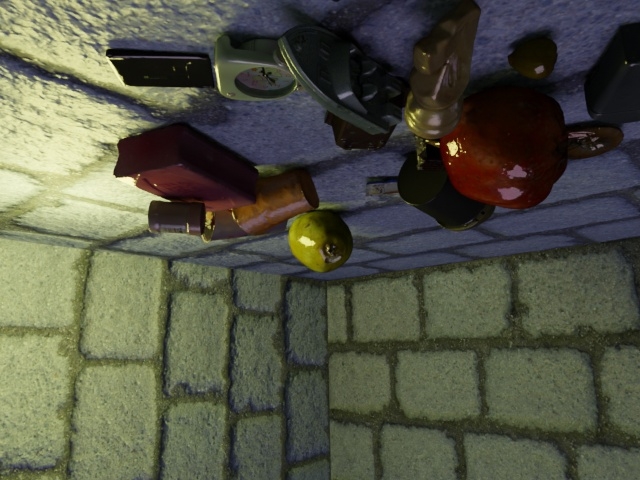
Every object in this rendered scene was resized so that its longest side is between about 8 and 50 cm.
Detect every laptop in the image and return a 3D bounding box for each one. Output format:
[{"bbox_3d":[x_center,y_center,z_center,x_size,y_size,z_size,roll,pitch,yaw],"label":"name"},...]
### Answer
[{"bbox_3d":[-0.319,-0.341,1.034,0.197,0.016,0.135,0,169,-6],"label":"laptop"}]

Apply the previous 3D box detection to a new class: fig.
[{"bbox_3d":[0.400,-0.343,0.961,0.088,0.074,0.074,10,174,28],"label":"fig"}]

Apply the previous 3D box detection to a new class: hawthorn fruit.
[{"bbox_3d":[0.390,-0.215,1.169,0.330,0.287,0.287,13,178,36],"label":"hawthorn fruit"}]

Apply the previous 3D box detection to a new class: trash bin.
[{"bbox_3d":[0.401,-0.142,1.550,0.214,0.214,0.334,-13,160,43],"label":"trash bin"},{"bbox_3d":[0.637,-0.324,1.004,0.177,0.101,0.236,-2,166,12],"label":"trash bin"}]

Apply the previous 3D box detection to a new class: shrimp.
[{"bbox_3d":[0.672,-0.265,1.352,0.287,0.063,0.152,-1,166,-16],"label":"shrimp"}]

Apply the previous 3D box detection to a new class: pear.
[{"bbox_3d":[0.000,0.000,2.091,0.269,0.269,0.321,1,-174,-10],"label":"pear"}]

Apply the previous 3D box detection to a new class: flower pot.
[{"bbox_3d":[0.106,-0.280,1.187,0.179,0.084,0.251,0,167,-6],"label":"flower pot"}]

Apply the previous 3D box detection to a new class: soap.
[{"bbox_3d":[-0.366,-0.193,1.454,0.233,0.128,0.359,-6,165,25],"label":"soap"}]

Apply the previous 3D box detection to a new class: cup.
[{"bbox_3d":[-0.274,-0.092,1.828,0.288,0.203,0.203,-1,169,-28],"label":"cup"}]

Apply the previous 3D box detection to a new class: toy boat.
[{"bbox_3d":[0.041,-0.303,0.939,0.092,0.141,0.319,-10,165,41],"label":"toy boat"}]

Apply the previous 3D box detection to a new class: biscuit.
[{"bbox_3d":[0.366,-0.239,1.340,0.252,0.106,0.070,1,166,-10],"label":"biscuit"}]

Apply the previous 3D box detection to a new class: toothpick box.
[{"bbox_3d":[-0.419,-0.067,1.494,0.149,0.098,0.098,3,167,-4],"label":"toothpick box"}]

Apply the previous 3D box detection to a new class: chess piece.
[{"bbox_3d":[0.225,-0.315,0.949,0.137,0.137,0.301,-2,164,5],"label":"chess piece"}]

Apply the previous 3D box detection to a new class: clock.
[{"bbox_3d":[-0.107,-0.331,0.990,0.191,0.062,0.151,0,167,-7],"label":"clock"}]

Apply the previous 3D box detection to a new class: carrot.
[{"bbox_3d":[-0.146,-0.142,1.636,0.254,0.196,0.196,-22,160,24],"label":"carrot"}]

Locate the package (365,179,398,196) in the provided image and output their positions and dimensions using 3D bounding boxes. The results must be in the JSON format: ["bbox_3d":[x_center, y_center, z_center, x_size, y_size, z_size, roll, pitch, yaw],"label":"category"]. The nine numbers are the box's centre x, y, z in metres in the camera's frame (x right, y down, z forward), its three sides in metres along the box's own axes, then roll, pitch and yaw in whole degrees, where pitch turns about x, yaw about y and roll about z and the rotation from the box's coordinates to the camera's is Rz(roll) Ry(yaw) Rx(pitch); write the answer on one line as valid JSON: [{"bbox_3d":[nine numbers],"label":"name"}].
[{"bbox_3d":[0.242,-0.183,1.769,0.171,0.027,0.173,-2,171,4],"label":"package"}]
